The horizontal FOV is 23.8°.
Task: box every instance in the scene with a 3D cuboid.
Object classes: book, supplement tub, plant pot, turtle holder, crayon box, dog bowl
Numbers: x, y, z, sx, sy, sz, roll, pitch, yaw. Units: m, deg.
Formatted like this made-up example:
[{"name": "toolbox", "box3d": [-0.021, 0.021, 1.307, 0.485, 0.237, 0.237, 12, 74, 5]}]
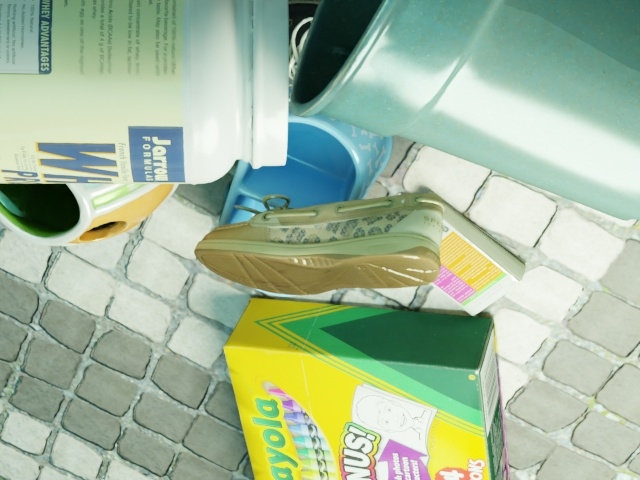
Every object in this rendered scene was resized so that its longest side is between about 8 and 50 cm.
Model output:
[{"name": "book", "box3d": [0.148, 0.018, 1.729, 0.144, 0.035, 0.096, 37, 134, -11]}, {"name": "supplement tub", "box3d": [-0.193, -0.169, 1.411, 0.325, 0.235, 0.235, 0, 130, -3]}, {"name": "plant pot", "box3d": [0.195, -0.194, 1.359, 0.334, 0.341, 0.341, 26, 132, -12]}, {"name": "turtle holder", "box3d": [-0.281, -0.141, 1.622, 0.243, 0.227, 0.320, -4, 127, 24]}, {"name": "crayon box", "box3d": [0.069, 0.249, 1.896, 0.313, 0.106, 0.363, 3, 129, 17]}, {"name": "dog bowl", "box3d": [-0.027, -0.053, 1.705, 0.166, 0.074, 0.297, 22, 133, 1]}]

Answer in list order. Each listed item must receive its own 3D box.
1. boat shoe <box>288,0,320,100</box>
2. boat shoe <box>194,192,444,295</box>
[{"name": "boat shoe", "box3d": [0.010, -0.191, 1.565, 0.254, 0.079, 0.095, 6, 117, 15]}, {"name": "boat shoe", "box3d": [0.000, 0.000, 1.645, 0.285, 0.089, 0.104, 0, 154, 23]}]
